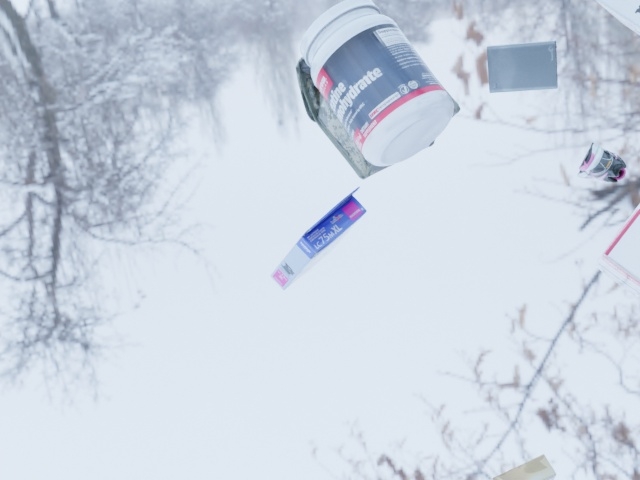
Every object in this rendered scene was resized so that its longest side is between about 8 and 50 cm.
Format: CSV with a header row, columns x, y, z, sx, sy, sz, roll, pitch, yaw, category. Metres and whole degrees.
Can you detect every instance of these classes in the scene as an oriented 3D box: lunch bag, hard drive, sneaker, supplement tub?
x,y,z,sx,sy,sz,roll,pitch,yaw,category
0.106,-0.306,1.923,0.235,0.287,0.169,-29,165,-38,lunch bag
0.404,-0.347,1.809,0.135,0.094,0.022,-1,-162,19,hard drive
0.520,-0.132,1.658,0.077,0.072,0.178,29,-166,14,sneaker
0.102,-0.292,1.674,0.191,0.272,0.191,-30,163,-10,supplement tub

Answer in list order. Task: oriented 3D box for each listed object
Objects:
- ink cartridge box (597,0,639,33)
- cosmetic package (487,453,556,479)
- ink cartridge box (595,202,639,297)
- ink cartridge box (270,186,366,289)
x,y,z,sx,sy,sz,roll,pitch,yaw,category
0.727,-0.423,1.782,0.306,0.131,0.226,44,-159,28,ink cartridge box
0.325,0.401,1.491,0.115,0.060,0.041,-20,-121,-14,cosmetic package
0.543,-0.005,1.477,0.100,0.172,0.237,38,-176,14,ink cartridge box
0.000,0.000,2.190,0.186,0.065,0.311,-39,173,-30,ink cartridge box
